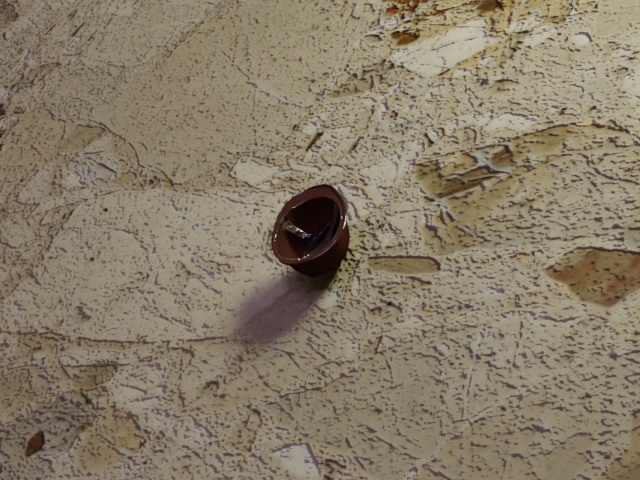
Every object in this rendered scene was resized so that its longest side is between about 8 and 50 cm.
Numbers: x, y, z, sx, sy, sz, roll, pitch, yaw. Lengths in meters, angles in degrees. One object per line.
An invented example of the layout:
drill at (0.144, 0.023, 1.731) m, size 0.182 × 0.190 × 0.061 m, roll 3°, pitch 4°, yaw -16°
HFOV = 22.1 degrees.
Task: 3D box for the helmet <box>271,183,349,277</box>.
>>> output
helmet at (0.000, 0.000, 1.729) m, size 0.089 × 0.057 × 0.111 m, roll -21°, pitch 40°, yaw 21°
